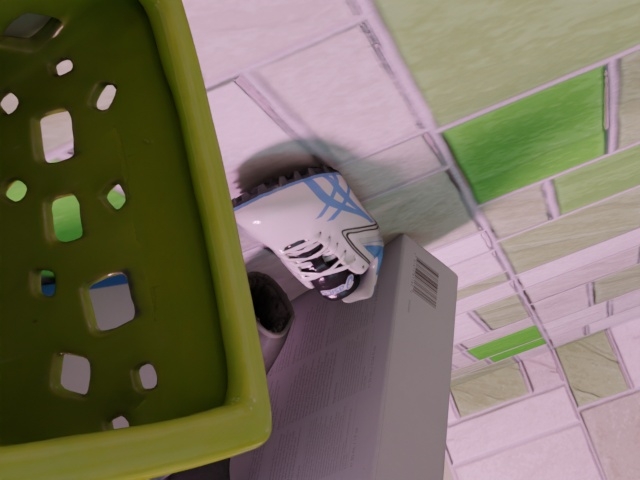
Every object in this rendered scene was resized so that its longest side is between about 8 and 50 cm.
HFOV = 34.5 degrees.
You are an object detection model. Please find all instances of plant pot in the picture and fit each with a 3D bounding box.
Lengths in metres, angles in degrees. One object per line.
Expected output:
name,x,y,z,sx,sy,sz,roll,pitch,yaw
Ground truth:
plant pot,-0.180,0.004,0.407,0.207,0.228,0.227,-21,166,29

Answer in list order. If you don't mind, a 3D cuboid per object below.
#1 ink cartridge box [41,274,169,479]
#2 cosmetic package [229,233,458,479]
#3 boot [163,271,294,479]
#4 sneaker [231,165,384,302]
ink cartridge box,-0.298,0.184,0.955,0.285,0.166,0.395,-8,162,-31
cosmetic package,-0.003,0.211,1.043,0.097,0.377,0.284,37,133,-27
boot,-0.084,0.161,0.989,0.076,0.190,0.208,19,121,-33
sneaker,0.000,0.000,0.835,0.085,0.086,0.237,-22,163,15
